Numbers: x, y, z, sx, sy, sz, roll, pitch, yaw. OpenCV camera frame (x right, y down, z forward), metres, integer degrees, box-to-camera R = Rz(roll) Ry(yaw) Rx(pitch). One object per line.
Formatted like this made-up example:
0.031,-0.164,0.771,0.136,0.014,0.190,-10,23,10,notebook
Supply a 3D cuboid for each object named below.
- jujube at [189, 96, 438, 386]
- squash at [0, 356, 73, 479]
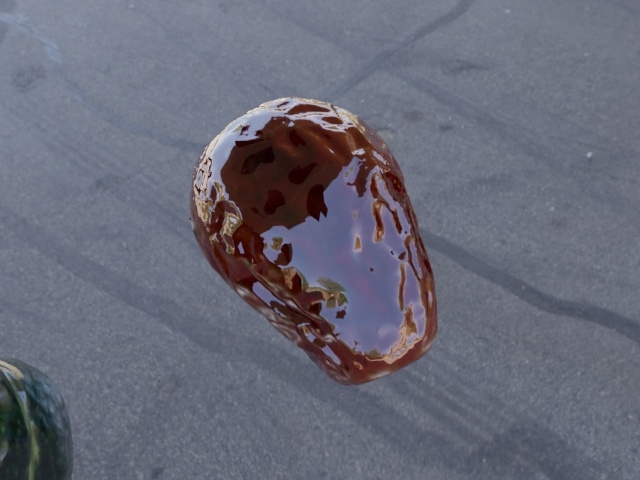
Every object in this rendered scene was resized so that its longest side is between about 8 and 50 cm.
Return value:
0.000,0.000,0.537,0.189,0.190,0.255,-27,83,-18,jujube
-0.285,0.141,0.362,0.252,0.252,0.165,1,73,9,squash
